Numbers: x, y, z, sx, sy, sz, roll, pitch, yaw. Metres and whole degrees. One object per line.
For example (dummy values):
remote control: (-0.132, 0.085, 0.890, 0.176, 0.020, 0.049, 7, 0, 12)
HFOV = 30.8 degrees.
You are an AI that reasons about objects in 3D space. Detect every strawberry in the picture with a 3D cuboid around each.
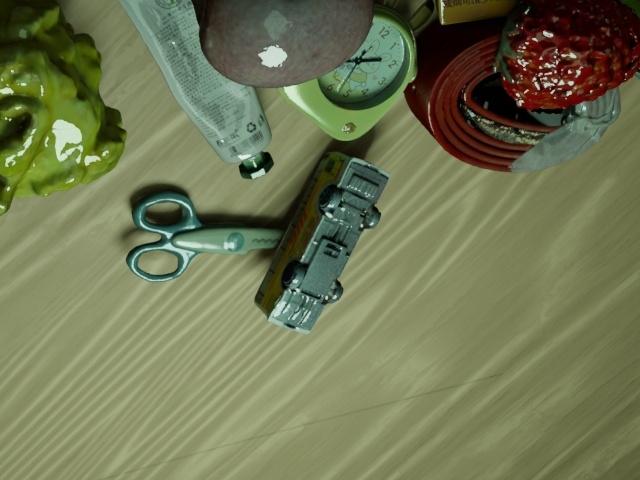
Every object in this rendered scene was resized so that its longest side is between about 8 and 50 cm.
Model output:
strawberry: (0.355, -0.248, 1.536, 0.236, 0.111, 0.190, -1, 117, -22)

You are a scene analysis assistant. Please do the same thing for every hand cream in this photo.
hand cream: (-0.150, -0.226, 1.537, 0.121, 0.076, 0.336, -30, 123, -5)

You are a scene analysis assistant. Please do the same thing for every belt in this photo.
belt: (0.282, -0.218, 1.662, 0.324, 0.115, 0.227, 4, 122, -24)

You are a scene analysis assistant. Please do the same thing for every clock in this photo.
clock: (0.055, -0.257, 1.580, 0.232, 0.069, 0.170, -44, 127, 12)

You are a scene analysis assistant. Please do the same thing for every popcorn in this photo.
popcorn: (-0.372, -0.169, 1.400, 0.242, 0.235, 0.250, -40, 130, -46)

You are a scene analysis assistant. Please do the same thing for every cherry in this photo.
cherry: (-0.042, -0.302, 1.403, 0.239, 0.239, 0.206, -15, 146, -10)

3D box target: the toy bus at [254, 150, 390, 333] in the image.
toy bus: (0.000, 0.000, 1.692, 0.092, 0.106, 0.268, 22, 98, -31)

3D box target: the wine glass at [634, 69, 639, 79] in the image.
wine glass: (0.587, -0.248, 1.741, 0.321, 0.143, 0.143, 25, 113, -32)

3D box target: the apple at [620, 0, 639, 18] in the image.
apple: (0.449, -0.381, 1.572, 0.146, 0.147, 0.163, 1, 93, -17)

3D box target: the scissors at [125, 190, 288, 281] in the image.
scissors: (-0.140, -0.005, 1.705, 0.289, 0.041, 0.138, 1, 106, -26)

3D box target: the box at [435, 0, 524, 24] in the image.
box: (0.219, -0.407, 1.512, 0.152, 0.070, 0.237, -7, 126, 3)
